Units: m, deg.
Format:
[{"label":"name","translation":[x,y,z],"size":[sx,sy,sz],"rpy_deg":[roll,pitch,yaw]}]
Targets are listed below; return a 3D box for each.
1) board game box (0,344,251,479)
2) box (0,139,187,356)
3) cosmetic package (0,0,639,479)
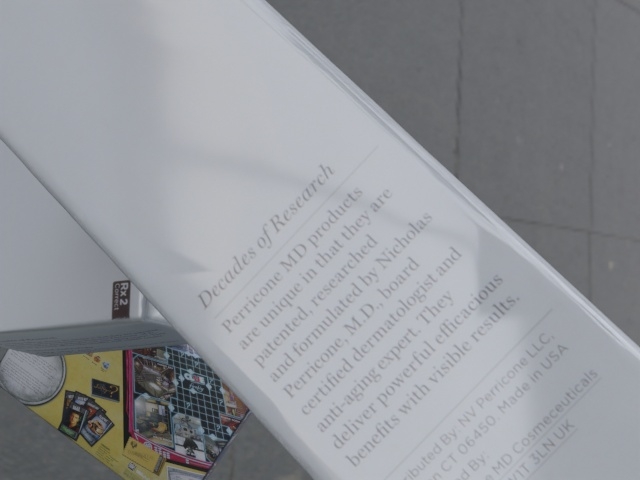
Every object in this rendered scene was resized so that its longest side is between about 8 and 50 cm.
[{"label":"board game box","translation":[-0.195,0.143,1.090],"size":[0.165,0.243,0.042],"rpy_deg":[-56,173,14]},{"label":"box","translation":[-0.186,-0.004,0.893],"size":[0.119,0.182,0.181],"rpy_deg":[33,54,-63]},{"label":"cosmetic package","translation":[0.000,0.000,0.646],"size":[0.161,0.453,0.230],"rpy_deg":[-46,164,4]}]
